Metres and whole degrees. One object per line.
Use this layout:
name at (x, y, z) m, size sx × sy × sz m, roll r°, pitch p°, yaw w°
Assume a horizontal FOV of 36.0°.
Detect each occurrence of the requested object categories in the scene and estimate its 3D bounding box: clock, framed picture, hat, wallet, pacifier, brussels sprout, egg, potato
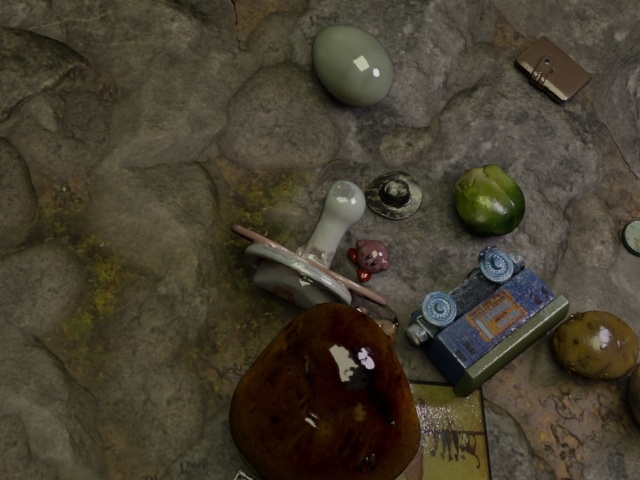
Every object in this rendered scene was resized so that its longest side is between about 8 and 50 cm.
clock at (0.677, -0.005, 2.072) m, size 0.085 × 0.017 × 0.085 m, roll 2°, pitch 67°, yaw -5°
framed picture at (0.209, 0.423, 1.805) m, size 0.255 × 0.014 × 0.338 m, roll 9°, pitch 66°, yaw -25°
hat at (0.153, -0.099, 2.043) m, size 0.121 × 0.050 × 0.121 m, roll 1°, pitch 69°, yaw -2°
wallet at (0.519, -0.382, 2.202) m, size 0.153 × 0.039 × 0.118 m, roll 44°, pitch 68°, yaw 11°
pacifier at (-0.012, 0.028, 1.873) m, size 0.332 × 0.220 × 0.273 m, roll 27°, pitch 50°, yaw 6°
brussels sprout at (0.342, -0.075, 2.017) m, size 0.155 × 0.117 × 0.155 m, roll 4°, pitch 46°, yaw -4°
egg at (0.066, -0.375, 2.095) m, size 0.151 × 0.151 × 0.209 m, roll -33°, pitch 69°, yaw -17°
potato at (0.540, 0.205, 1.915) m, size 0.176 × 0.137 × 0.137 m, roll -3°, pitch 68°, yaw -12°

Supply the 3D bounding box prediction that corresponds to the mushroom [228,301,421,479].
mushroom at (0.025, 0.282, 1.719) m, size 0.345 × 0.259 × 0.345 m, roll 2°, pitch 98°, yaw 11°

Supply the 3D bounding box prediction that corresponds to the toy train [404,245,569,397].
toy train at (0.316, 0.151, 1.902) m, size 0.300 × 0.131 × 0.202 m, roll -34°, pitch 73°, yaw -22°

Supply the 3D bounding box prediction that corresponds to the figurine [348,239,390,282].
figurine at (0.102, 0.031, 1.976) m, size 0.083 × 0.071 × 0.067 m, roll 56°, pitch 32°, yaw 8°

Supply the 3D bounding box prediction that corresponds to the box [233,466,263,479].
box at (-0.134, 0.469, 1.790) m, size 0.079 × 0.035 × 0.083 m, roll 29°, pitch 67°, yaw 7°

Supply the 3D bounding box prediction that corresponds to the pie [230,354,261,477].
pie at (-0.020, 0.329, 1.832) m, size 0.315 × 0.092 × 0.315 m, roll 2°, pitch 69°, yaw -5°

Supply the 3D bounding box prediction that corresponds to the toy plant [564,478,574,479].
toy plant at (0.380, 0.581, 1.685) m, size 0.356 × 0.210 × 0.317 m, roll -47°, pitch 119°, yaw -9°

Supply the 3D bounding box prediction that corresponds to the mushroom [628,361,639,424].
mushroom at (0.669, 0.296, 1.880) m, size 0.166 × 0.127 × 0.166 m, roll 2°, pitch 86°, yaw -31°
